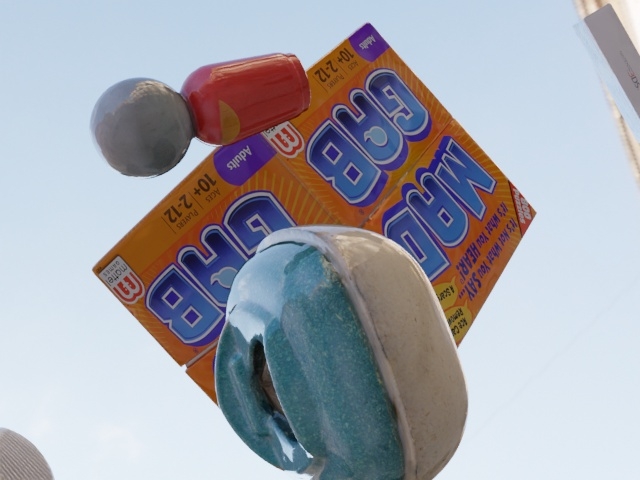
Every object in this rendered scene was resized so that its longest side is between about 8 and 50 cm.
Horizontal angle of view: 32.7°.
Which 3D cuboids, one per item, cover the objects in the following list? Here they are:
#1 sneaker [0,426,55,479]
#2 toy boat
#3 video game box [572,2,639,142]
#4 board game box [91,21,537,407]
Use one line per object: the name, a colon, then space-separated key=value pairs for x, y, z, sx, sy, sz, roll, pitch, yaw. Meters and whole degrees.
sneaker: x=-0.476 y=0.426 z=1.592 sx=0.150 sy=0.366 sz=0.135 roll=-40 pitch=-58 yaw=9
toy boat: x=-0.036 y=0.030 z=0.718 sx=0.148 sy=0.318 sz=0.267 roll=-19 pitch=-8 yaw=-18
video game box: x=0.426 y=-0.228 z=1.527 sx=0.048 sy=0.205 sz=0.187 roll=-30 pitch=2 yaw=9
board game box: x=0.000 y=0.000 z=1.449 sx=0.356 sy=0.356 sz=0.356 roll=-39 pitch=6 yaw=39
